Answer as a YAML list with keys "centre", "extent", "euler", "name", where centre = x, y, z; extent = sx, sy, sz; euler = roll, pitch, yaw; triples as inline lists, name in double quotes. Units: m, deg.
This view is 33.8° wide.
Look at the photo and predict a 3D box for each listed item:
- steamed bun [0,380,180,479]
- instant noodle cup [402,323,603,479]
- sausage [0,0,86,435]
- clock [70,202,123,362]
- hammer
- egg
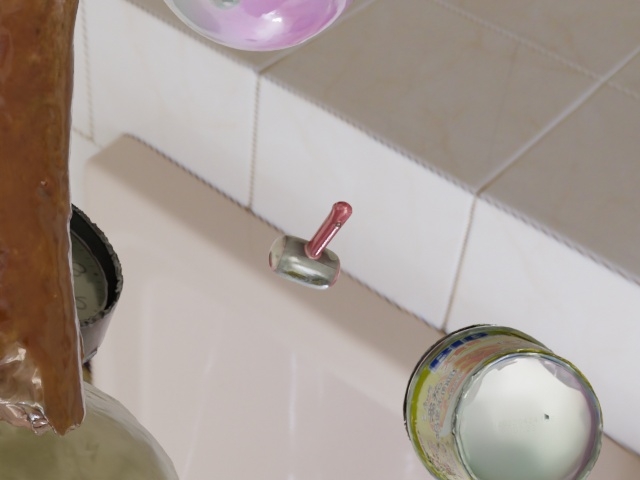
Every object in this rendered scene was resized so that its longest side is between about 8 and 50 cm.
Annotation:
- centre: [-0.239, 0.252, 0.510]
  extent: [0.289, 0.456, 0.371]
  euler: [17, 100, -14]
  name: "steamed bun"
- centre: [0.204, 0.190, 1.125]
  extent: [0.205, 0.205, 0.153]
  euler: [53, 171, -1]
  name: "instant noodle cup"
- centre: [-0.109, -0.078, 0.353]
  extent: [0.102, 0.076, 0.302]
  euler: [12, 99, 32]
  name: "sausage"
- centre: [-0.343, 0.012, 1.033]
  extent: [0.312, 0.312, 0.061]
  euler: [38, 114, 17]
  name: "clock"
- centre: [0.000, 0.000, 0.725]
  extent: [0.052, 0.031, 0.083]
  euler: [18, 135, -19]
  name: "hammer"
- centre: [-0.040, -0.274, 0.855]
  extent: [0.196, 0.271, 0.196]
  euler: [5, 145, 4]
  name: "egg"
